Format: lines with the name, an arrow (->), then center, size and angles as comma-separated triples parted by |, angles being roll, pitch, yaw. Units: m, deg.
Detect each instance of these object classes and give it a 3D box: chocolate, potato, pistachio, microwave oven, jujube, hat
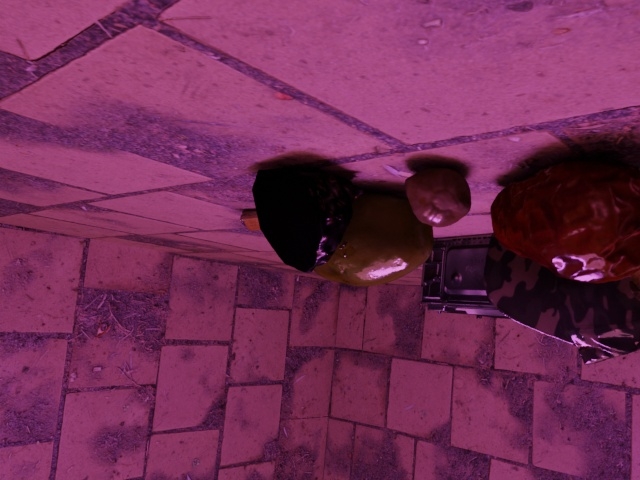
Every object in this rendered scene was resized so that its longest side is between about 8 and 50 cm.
chocolate -> 0.002, -0.061, 1.131 | 0.177, 0.206, 0.224 | -24, -155, -32
potato -> 0.101, -0.005, 1.249 | 0.305, 0.215, 0.216 | -5, 169, 18
pistachio -> 0.222, -0.081, 1.030 | 0.126, 0.108, 0.185 | 27, -169, 28
microwave oven -> 0.564, 0.126, 1.737 | 0.333, 0.247, 0.394 | 10, 171, -34
jujube -> 0.417, -0.036, 0.956 | 0.217, 0.216, 0.342 | 7, -176, -8
hat -> 0.606, 0.073, 1.304 | 0.382, 0.366, 0.257 | 26, 152, -11

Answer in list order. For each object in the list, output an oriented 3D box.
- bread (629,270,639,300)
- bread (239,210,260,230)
bread -> 0.721, 0.012, 1.152 | 0.205, 0.162, 0.262 | 5, -145, -7
bread -> -0.180, -0.062, 1.612 | 0.106, 0.053, 0.072 | -3, 145, 34
